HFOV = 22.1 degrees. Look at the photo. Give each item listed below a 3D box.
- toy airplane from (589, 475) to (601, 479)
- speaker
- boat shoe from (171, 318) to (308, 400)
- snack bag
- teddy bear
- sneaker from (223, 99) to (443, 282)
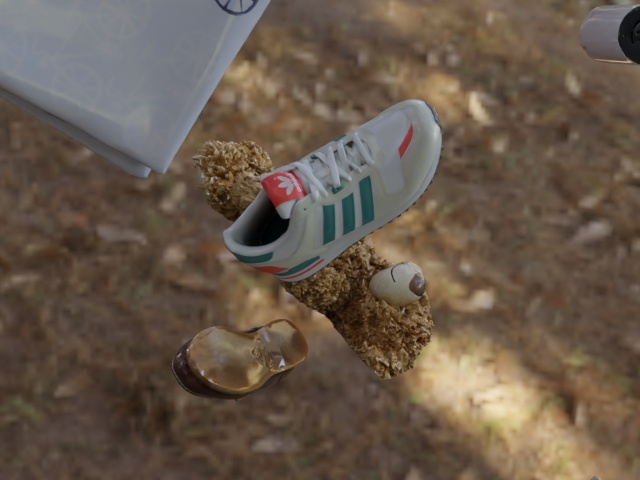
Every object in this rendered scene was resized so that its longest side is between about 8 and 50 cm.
[{"bbox_3d":[0.442,0.410,1.586,0.272,0.386,0.384,-42,39,-20],"label":"toy airplane"},{"bbox_3d":[0.274,-0.184,1.461,0.055,0.055,0.136,-1,7,-6],"label":"speaker"},{"bbox_3d":[-0.088,0.126,1.621,0.207,0.073,0.073,-1,63,-61],"label":"boat shoe"},{"bbox_3d":[-0.161,-0.243,0.946,0.342,0.323,0.037,30,14,-17],"label":"snack bag"},{"bbox_3d":[0.000,0.000,1.814,0.338,0.113,0.245,47,9,26],"label":"teddy bear"},{"bbox_3d":[0.006,-0.033,1.038,0.075,0.161,0.057,15,41,-54],"label":"sneaker"}]
